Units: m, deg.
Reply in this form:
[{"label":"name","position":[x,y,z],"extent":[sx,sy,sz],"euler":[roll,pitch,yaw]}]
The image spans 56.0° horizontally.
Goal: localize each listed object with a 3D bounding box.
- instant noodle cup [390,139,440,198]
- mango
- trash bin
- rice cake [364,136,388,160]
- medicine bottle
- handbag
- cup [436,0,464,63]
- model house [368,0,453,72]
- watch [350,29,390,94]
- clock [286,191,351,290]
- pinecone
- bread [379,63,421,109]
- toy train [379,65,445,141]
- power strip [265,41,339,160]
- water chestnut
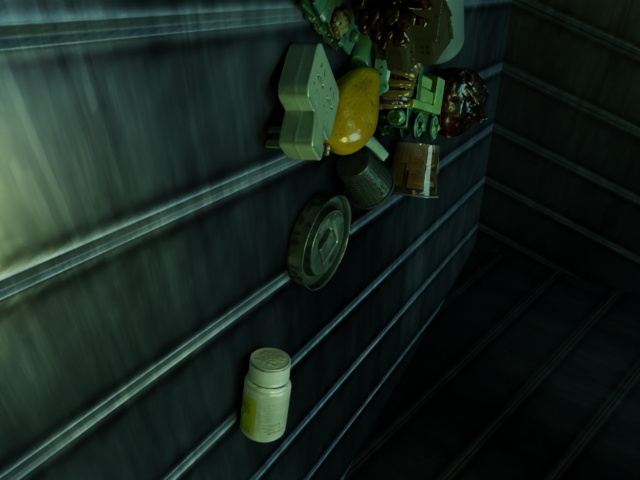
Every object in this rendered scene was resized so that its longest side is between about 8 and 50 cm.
[{"label":"instant noodle cup","position":[0.364,-0.278,2.335],"extent":[0.217,0.218,0.207],"euler":[-16,115,-62]},{"label":"mango","position":[0.090,-0.371,1.729],"extent":[0.177,0.119,0.316],"euler":[30,74,-22]},{"label":"trash bin","position":[0.132,-0.214,1.945],"extent":[0.161,0.175,0.175],"euler":[45,65,-50]},{"label":"rice cake","position":[0.134,-0.326,1.907],"extent":[0.043,0.127,0.237],"euler":[-52,159,8]},{"label":"medicine bottle","position":[-0.161,0.461,1.803],"extent":[0.143,0.143,0.258],"euler":[-28,132,-57]},{"label":"handbag","position":[0.068,-0.653,1.548],"extent":[0.269,0.100,0.274],"euler":[31,78,-66]},{"label":"cup","position":[0.378,-0.747,2.014],"extent":[0.205,0.206,0.312],"euler":[-63,156,-18]},{"label":"model house","position":[0.237,-0.621,1.677],"extent":[0.204,0.211,0.243],"euler":[-59,149,-33]},{"label":"watch","position":[0.160,-0.551,1.867],"extent":[0.195,0.068,0.237],"euler":[-56,148,-36]},{"label":"clock","position":[0.000,0.001,1.914],"extent":[0.319,0.066,0.318],"euler":[-44,144,-46]},{"label":"pinecone","position":[0.173,-0.582,1.481],"extent":[0.202,0.201,0.229],"euler":[-45,-177,3]},{"label":"bread","position":[0.251,-0.534,1.986],"extent":[0.081,0.134,0.225],"euler":[19,87,-64]},{"label":"toy train","position":[0.337,-0.492,2.182],"extent":[0.397,0.160,0.253],"euler":[-14,112,-63]},{"label":"power strip","position":[-0.051,-0.333,1.530],"extent":[0.229,0.141,0.261],"euler":[55,43,-62]},{"label":"water chestnut","position":[0.580,-0.566,2.495],"extent":[0.300,0.300,0.300],"euler":[-45,145,-45]}]
